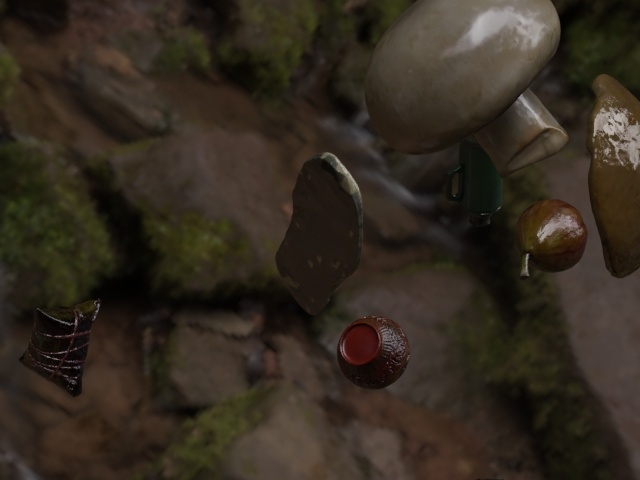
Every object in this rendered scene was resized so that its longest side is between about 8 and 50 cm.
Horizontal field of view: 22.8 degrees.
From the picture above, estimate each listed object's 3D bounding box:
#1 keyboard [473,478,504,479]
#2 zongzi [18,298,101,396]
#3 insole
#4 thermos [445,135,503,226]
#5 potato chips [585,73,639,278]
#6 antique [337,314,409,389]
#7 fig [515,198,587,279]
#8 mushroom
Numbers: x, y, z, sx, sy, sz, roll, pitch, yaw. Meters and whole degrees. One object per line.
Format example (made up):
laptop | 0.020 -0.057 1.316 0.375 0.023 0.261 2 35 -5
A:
keyboard | 0.259 0.405 2.129 0.018 0.060 0.195 -32 104 -40
zongzi | -0.214 0.078 1.360 0.067 0.083 0.073 29 40 28
insole | 0.000 0.000 1.243 0.011 0.248 0.081 -32 78 -20
thermos | 0.238 -0.101 2.377 0.073 0.187 0.083 24 45 30
potato chips | 0.317 -0.065 1.616 0.195 0.062 0.208 -2 91 -68
antique | 0.070 0.148 2.107 0.104 0.104 0.104 32 25 -17
fig | 0.261 0.003 1.878 0.089 0.089 0.125 45 37 11
mushroom | 0.150 -0.148 1.508 0.204 0.204 0.204 32 25 -17
